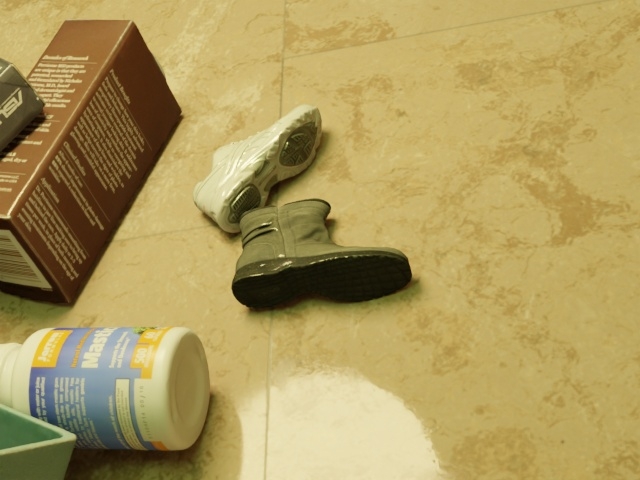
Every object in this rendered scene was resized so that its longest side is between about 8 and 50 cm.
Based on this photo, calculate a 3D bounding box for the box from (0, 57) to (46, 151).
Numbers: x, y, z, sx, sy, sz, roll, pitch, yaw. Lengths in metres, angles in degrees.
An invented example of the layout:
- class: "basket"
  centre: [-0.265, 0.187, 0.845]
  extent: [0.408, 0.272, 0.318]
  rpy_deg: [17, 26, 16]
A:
- class: "box"
  centre: [-0.612, -0.120, 1.887]
  extent: [0.395, 0.097, 0.318]
  rpy_deg: [-48, 41, -16]

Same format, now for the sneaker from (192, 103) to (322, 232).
- class: "sneaker"
  centre: [-0.096, -0.121, 1.938]
  extent: [0.115, 0.090, 0.232]
  rpy_deg: [27, 63, 38]

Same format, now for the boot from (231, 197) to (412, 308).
- class: "boot"
  centre: [0.000, 0.000, 1.811]
  extent: [0.246, 0.083, 0.161]
  rpy_deg: [-5, 44, 12]

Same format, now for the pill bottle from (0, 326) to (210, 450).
- class: "pill bottle"
  centre: [-0.288, 0.183, 1.696]
  extent: [0.272, 0.152, 0.152]
  rpy_deg: [-1, 51, 16]

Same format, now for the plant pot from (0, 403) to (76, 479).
- class: "plant pot"
  centre: [-0.466, 0.321, 1.560]
  extent: [0.247, 0.248, 0.252]
  rpy_deg: [16, 99, 29]

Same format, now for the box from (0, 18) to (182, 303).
- class: "box"
  centre: [-0.362, -0.121, 1.949]
  extent: [0.143, 0.191, 0.381]
  rpy_deg: [7, 53, 29]
